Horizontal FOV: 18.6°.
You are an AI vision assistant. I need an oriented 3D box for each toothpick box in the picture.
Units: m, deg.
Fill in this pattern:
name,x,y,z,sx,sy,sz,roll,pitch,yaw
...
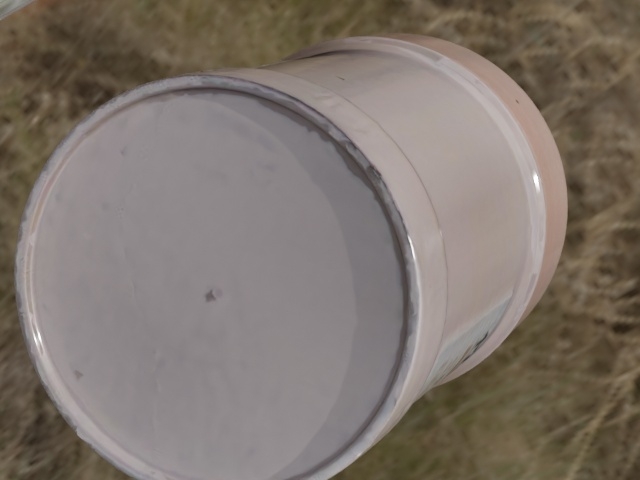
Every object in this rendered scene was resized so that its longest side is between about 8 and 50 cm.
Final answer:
name,x,y,z,sx,sy,sz,roll,pitch,yaw
toothpick box,0.000,0.000,0.493,0.098,0.098,0.149,57,21,3

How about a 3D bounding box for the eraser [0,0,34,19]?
name,x,y,z,sx,sy,sz,roll,pitch,yaw
eraser,-0.080,-0.126,0.459,0.287,0.086,0.130,-35,81,-22
